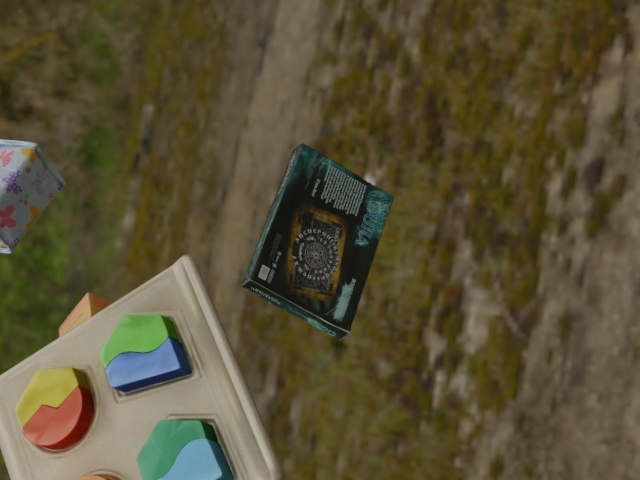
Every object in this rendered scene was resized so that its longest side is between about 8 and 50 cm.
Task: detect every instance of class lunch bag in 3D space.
[{"bbox_3d":[-0.231,-0.032,1.087,0.071,0.083,0.053,-57,-44,-28],"label":"lunch bag"}]

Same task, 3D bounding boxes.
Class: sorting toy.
[{"bbox_3d":[-0.140,0.136,1.089,0.208,0.038,0.193,-34,61,17],"label":"sorting toy"}]

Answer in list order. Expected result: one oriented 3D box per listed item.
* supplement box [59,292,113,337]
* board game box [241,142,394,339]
[{"bbox_3d":[-0.259,0.172,1.851,0.080,0.078,0.233,-48,32,24],"label":"supplement box"},{"bbox_3d":[0.000,0.000,1.686,0.026,0.126,0.186,-38,27,54],"label":"board game box"}]
